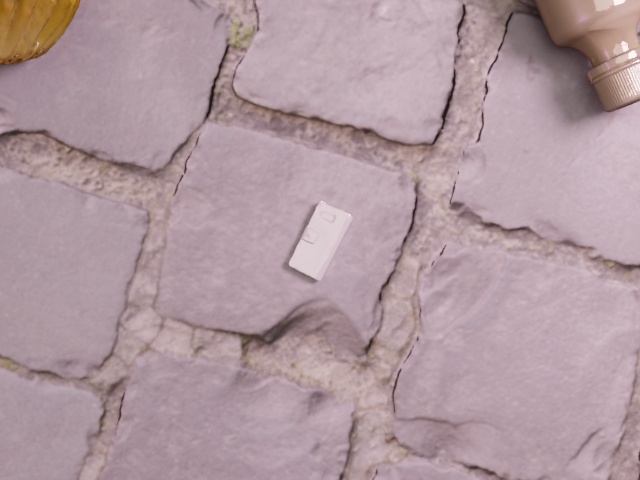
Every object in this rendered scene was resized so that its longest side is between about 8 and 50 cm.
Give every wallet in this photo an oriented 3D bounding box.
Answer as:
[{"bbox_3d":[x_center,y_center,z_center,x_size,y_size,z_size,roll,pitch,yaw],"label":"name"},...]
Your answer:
[{"bbox_3d":[0.000,0.000,1.098,0.044,0.011,0.083,27,88,1],"label":"wallet"}]

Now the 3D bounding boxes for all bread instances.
[{"bbox_3d":[-0.362,-0.257,1.000,0.239,0.240,0.139,13,100,0],"label":"bread"}]

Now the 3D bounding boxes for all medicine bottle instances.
[{"bbox_3d":[0.292,-0.265,1.058,0.114,0.114,0.252,-22,88,-1],"label":"medicine bottle"}]
